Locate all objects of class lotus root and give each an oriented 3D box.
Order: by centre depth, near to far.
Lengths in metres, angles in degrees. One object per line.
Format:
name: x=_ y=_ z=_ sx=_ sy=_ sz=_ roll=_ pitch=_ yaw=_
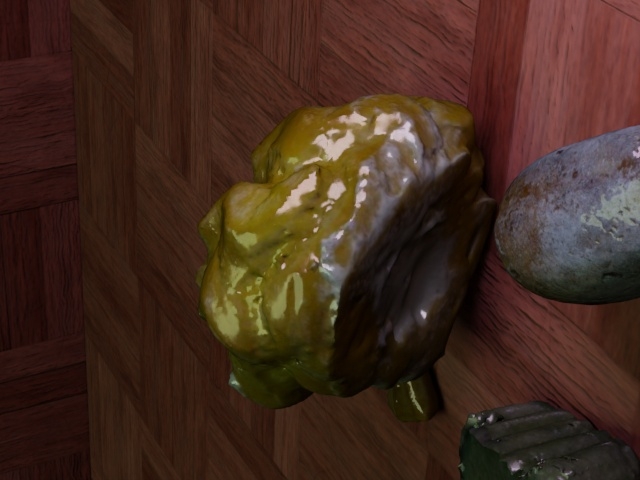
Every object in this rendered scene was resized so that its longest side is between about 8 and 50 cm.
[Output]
lotus root: x=0.272 y=-0.029 z=1.161 sx=0.322 sy=0.158 sz=0.140 roll=-26 pitch=80 yaw=59

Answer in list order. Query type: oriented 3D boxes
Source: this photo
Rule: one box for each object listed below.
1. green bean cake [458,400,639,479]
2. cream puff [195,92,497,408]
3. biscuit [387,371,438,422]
green bean cake: x=0.231 y=0.281 z=1.434 sx=0.227 sy=0.125 sz=0.222 roll=18 pitch=120 yaw=64
cream puff: x=0.000 y=0.000 z=1.509 sx=0.275 sy=0.378 sz=0.378 roll=29 pitch=131 yaw=30
biscuit: x=0.083 y=0.145 z=1.774 sx=0.174 sy=0.039 sz=0.183 roll=-33 pitch=71 yaw=62
